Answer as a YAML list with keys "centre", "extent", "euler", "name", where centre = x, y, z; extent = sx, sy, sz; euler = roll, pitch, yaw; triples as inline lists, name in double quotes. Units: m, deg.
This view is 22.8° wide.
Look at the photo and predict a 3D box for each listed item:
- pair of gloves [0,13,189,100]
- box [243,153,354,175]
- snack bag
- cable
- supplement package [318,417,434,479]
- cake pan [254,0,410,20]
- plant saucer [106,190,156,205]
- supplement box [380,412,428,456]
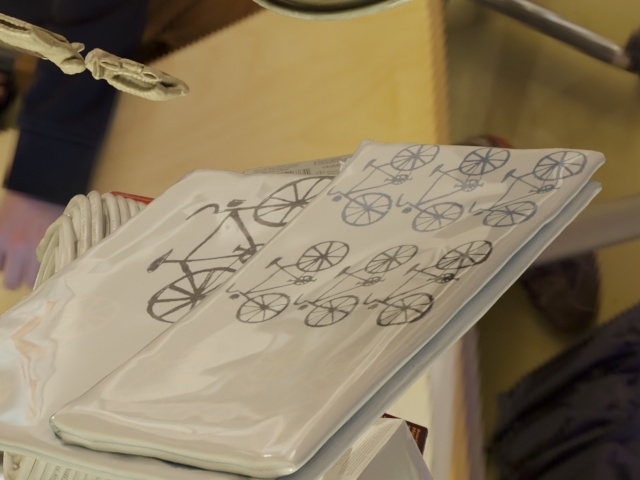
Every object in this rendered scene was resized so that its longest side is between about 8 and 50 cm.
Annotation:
- centre: [-0.277, -0.211, 1.883]
  extent: [0.204, 0.240, 0.042]
  euler: [-63, -8, -87]
  name: "pair of gloves"
- centre: [0.000, 0.000, 1.455]
  extent: [0.072, 0.126, 0.137]
  euler: [-101, 2, -61]
  name: "box"
- centre: [-0.051, 0.028, 0.926]
  extent: [0.342, 0.323, 0.037]
  euler: [4, 123, 41]
  name: "snack bag"
- centre: [-0.194, 0.088, 1.289]
  extent: [0.257, 0.089, 0.257]
  euler: [132, 149, -60]
  name: "cable"
- centre: [0.033, 0.346, 1.675]
  extent: [0.145, 0.204, 0.262]
  euler: [-1, 124, 42]
  name: "supplement package"
- centre: [0.036, -0.247, 0.764]
  extent: [0.293, 0.054, 0.293]
  euler: [-24, 52, 35]
  name: "cake pan"
- centre: [-0.194, 0.081, 2.062]
  extent: [0.048, 0.259, 0.258]
  euler: [5, 86, 55]
  name: "plant saucer"
- centre: [0.026, 0.258, 1.954]
  extent: [0.081, 0.188, 0.104]
  euler: [133, 155, -56]
  name: "supplement box"
